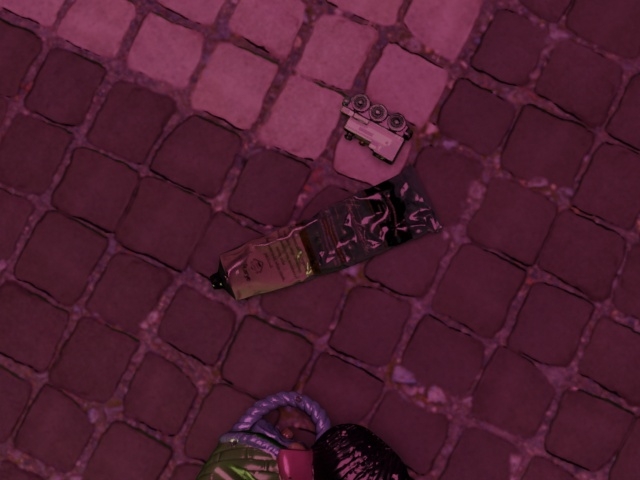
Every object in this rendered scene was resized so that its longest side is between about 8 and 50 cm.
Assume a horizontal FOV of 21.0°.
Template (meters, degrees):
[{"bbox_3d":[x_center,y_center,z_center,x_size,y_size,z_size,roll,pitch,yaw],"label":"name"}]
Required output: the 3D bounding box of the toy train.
[{"bbox_3d":[0.055,-0.120,1.838,0.083,0.033,0.053,28,89,7],"label":"toy train"}]

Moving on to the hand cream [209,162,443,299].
[{"bbox_3d":[0.000,0.000,1.826,0.248,0.052,0.075,-23,105,-5],"label":"hand cream"}]

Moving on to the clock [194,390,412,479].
[{"bbox_3d":[-0.024,0.257,1.765,0.194,0.100,0.195,42,79,7],"label":"clock"}]
